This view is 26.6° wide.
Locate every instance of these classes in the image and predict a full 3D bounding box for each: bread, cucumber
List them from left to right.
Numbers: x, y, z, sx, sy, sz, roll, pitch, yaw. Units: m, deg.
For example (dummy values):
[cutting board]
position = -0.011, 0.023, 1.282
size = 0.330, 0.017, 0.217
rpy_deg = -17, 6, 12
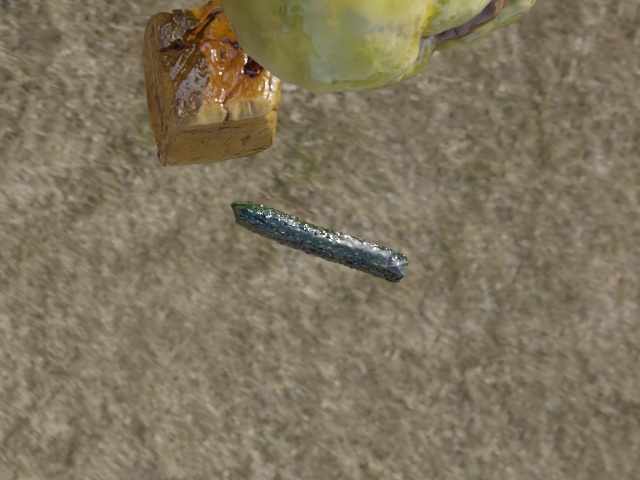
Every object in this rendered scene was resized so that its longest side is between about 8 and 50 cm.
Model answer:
[bread]
position = -0.114, -0.170, 1.465
size = 0.143, 0.158, 0.149
rpy_deg = -8, 76, -11
[cucumber]
position = 0.000, 0.001, 1.749
size = 0.257, 0.044, 0.043
rpy_deg = 20, 94, -22

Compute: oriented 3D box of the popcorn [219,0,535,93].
[popcorn]
position = -0.004, -0.154, 0.546
size = 0.200, 0.226, 0.203
rpy_deg = 1, 81, -37
